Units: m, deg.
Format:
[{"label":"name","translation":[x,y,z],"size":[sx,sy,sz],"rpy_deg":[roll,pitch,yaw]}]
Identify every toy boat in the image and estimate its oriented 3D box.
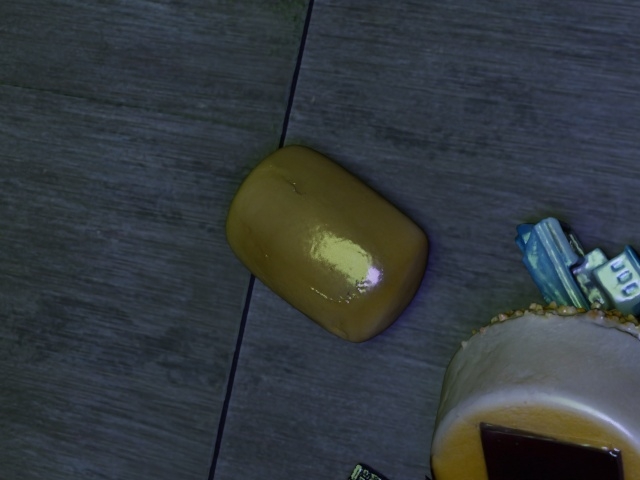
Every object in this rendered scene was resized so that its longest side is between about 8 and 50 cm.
[{"label":"toy boat","translation":[0.271,0.058,1.645],"size":[0.102,0.088,0.215],"rpy_deg":[-32,76,15]}]

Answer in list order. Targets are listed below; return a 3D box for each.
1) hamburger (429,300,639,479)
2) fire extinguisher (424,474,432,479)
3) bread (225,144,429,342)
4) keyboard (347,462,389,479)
[{"label":"hamburger","translation":[0.239,0.185,1.558],"size":[0.302,0.170,0.302],"rpy_deg":[18,134,20]},{"label":"fire extinguisher","translation":[0.082,0.346,1.676],"size":[0.252,0.106,0.075],"rpy_deg":[-66,26,15]},{"label":"bread","translation":[0.000,0.000,1.762],"size":[0.217,0.098,0.147],"rpy_deg":[34,95,21]},{"label":"keyboard","translation":[0.101,0.291,1.736],"size":[0.195,0.018,0.060],"rpy_deg":[30,94,22]}]
